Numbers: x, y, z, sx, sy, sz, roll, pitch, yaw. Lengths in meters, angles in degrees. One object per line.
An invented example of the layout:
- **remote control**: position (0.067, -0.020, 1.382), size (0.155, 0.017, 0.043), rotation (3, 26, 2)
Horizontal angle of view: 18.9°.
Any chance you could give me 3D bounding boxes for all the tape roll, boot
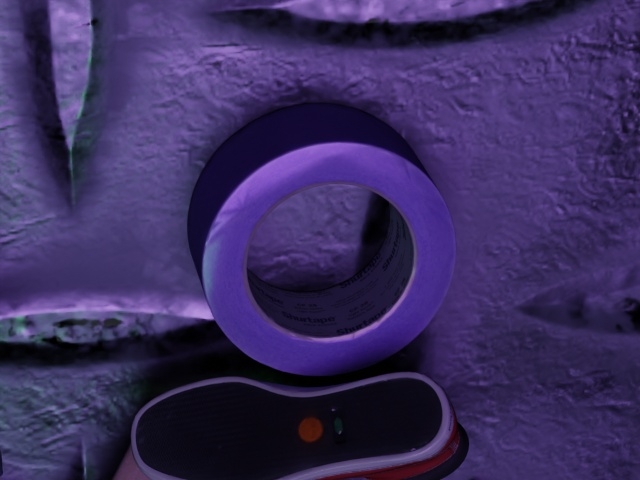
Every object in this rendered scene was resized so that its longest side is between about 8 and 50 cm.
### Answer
- **tape roll**: position (0.000, 0.000, 1.418), size (0.189, 0.080, 0.189), rotation (-4, 115, -10)
- **boot**: position (-0.012, 0.159, 1.471), size (0.244, 0.176, 0.088), rotation (-5, 74, 8)

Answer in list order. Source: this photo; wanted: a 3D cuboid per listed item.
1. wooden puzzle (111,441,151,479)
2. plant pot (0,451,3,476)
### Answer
- **wooden puzzle**: position (-0.073, 0.354, 1.475), size (0.322, 0.080, 0.347), rotation (30, 71, -11)
- **plant pot**: position (-0.362, 0.067, 1.281), size (0.293, 0.293, 0.196), rotation (-1, 87, -12)
